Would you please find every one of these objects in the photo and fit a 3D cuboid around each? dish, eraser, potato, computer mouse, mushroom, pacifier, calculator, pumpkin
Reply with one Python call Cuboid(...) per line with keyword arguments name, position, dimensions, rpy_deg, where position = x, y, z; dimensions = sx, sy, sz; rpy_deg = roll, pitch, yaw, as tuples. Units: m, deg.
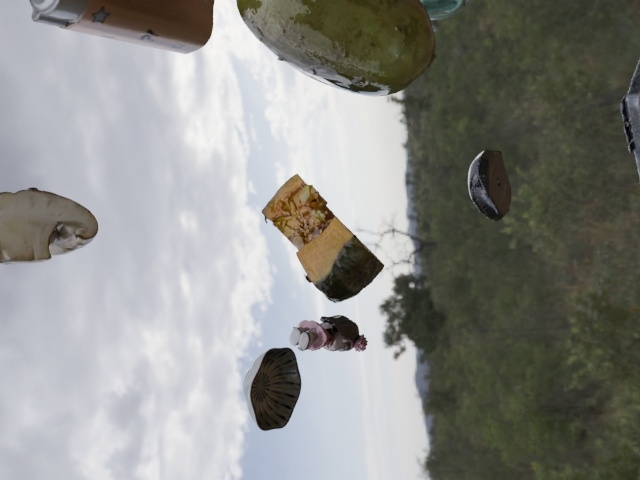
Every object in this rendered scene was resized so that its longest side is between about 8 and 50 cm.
Cuboid(name="dish", position=(-0.119, 0.321, 1.504), dimensions=(0.191, 0.066, 0.190), rpy_deg=(-2, -88, -57))
Cuboid(name="eraser", position=(-0.282, -0.385, 1.023), dimensions=(0.290, 0.087, 0.171), rpy_deg=(-8, -71, -56))
Cuboid(name="potato", position=(0.024, -0.323, 1.023), dimensions=(0.173, 0.307, 0.210), rpy_deg=(-66, 20, 5))
Cuboid(name="computer mouse", position=(0.314, -0.102, 1.285), dimensions=(0.172, 0.057, 0.099), rpy_deg=(51, -129, -45))
Cuboid(name="mushroom", position=(-0.614, -0.012, 1.430), dimensions=(0.151, 0.286, 0.156), rpy_deg=(133, 132, -64))
Cuboid(name="pacifier", position=(0.225, -0.458, 1.353), dimensions=(0.116, 0.150, 0.127), rpy_deg=(77, 174, -56))
Cuboid(name="calculator", position=(0.378, -0.175, 0.745), dimensions=(0.261, 0.021, 0.161), rpy_deg=(-60, -45, -28))
Cuboid(name="pumpkin", position=(-0.001, 0.001, 1.455), dimensions=(0.280, 0.139, 0.190), rpy_deg=(45, -174, -6))

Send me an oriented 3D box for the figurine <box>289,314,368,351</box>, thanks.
Cuboid(name="figurine", position=(0.014, 0.141, 1.025), dimensions=(0.129, 0.072, 0.054), rpy_deg=(10, -83, -52))
